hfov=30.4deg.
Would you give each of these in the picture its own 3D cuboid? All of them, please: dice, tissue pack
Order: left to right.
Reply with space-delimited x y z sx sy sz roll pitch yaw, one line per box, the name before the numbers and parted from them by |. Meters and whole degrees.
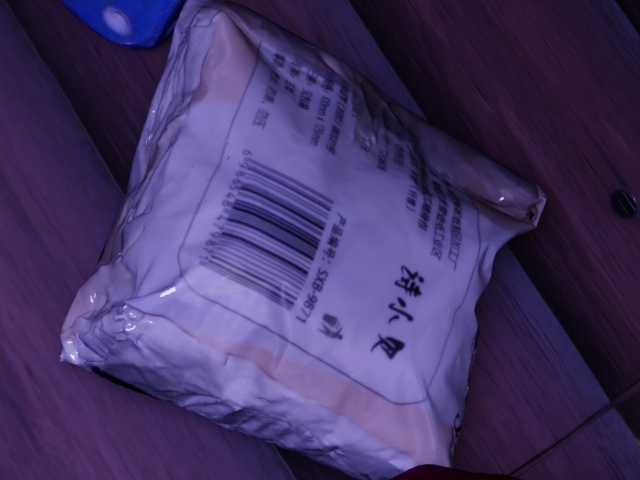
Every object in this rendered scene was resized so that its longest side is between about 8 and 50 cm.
dice | -0.165 -0.278 1.099 0.143 0.146 0.146 36 55 -2
tissue pack | 0.000 0.000 1.013 0.390 0.195 0.375 30 59 -14

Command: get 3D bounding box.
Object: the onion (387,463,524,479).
onion | 0.080 0.383 0.789 0.420 0.398 0.398 -33 83 -18
